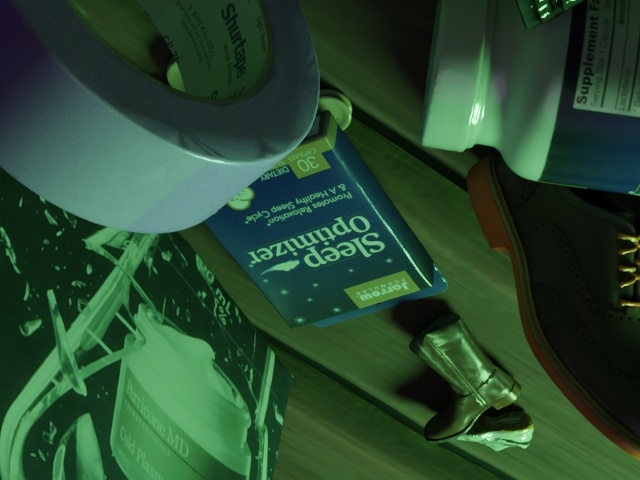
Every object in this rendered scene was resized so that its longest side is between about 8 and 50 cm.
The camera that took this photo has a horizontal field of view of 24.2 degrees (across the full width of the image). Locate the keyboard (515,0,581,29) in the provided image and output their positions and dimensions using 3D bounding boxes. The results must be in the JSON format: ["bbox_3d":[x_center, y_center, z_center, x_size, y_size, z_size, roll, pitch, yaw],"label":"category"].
[{"bbox_3d":[0.241,-0.232,0.835,0.317,0.033,0.201,-31,158,7],"label":"keyboard"}]

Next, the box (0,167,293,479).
[{"bbox_3d":[-0.285,0.159,1.117,0.297,0.472,0.480,-20,126,23],"label":"box"}]

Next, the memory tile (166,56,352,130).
[{"bbox_3d":[-0.056,-0.089,1.168,0.148,0.012,0.113,15,133,-5],"label":"memory tile"}]

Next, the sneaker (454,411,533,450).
[{"bbox_3d":[0.153,0.178,1.363,0.083,0.032,0.037,1,132,9],"label":"sneaker"}]

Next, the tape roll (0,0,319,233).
[{"bbox_3d":[-0.130,-0.144,0.952,0.275,0.275,0.090,38,126,-23],"label":"tape roll"}]

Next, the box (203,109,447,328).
[{"bbox_3d":[0.000,0.000,1.212,0.136,0.037,0.225,-18,133,23],"label":"box"}]

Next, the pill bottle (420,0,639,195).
[{"bbox_3d":[0.206,-0.108,1.015,0.264,0.153,0.153,8,133,3],"label":"pill bottle"}]

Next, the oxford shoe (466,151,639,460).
[{"bbox_3d":[0.200,0.031,1.082,0.098,0.271,0.097,-39,154,31],"label":"oxford shoe"}]

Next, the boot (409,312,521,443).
[{"bbox_3d":[0.106,0.120,1.314,0.106,0.037,0.114,-35,123,18],"label":"boot"}]
